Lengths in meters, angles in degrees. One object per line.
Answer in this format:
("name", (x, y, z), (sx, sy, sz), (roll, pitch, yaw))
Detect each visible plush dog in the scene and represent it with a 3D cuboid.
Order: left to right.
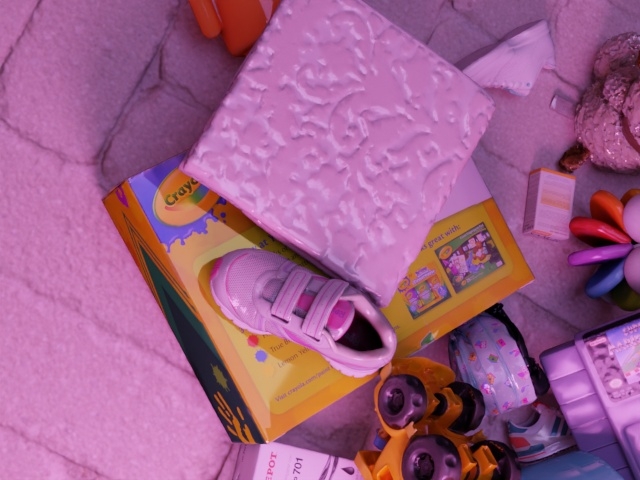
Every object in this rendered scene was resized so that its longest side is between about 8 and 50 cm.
("plush dog", (0.481, -0.179, 1.794), (0.211, 0.225, 0.262), (-29, 92, -23))

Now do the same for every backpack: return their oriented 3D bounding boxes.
("backpack", (0.237, 0.174, 1.661), (0.115, 0.182, 0.152), (-29, 97, 2))

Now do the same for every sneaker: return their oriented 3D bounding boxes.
("sneaker", (-0.009, 0.079, 1.449), (0.252, 0.111, 0.102), (25, 74, -16))
("sneaker", (0.274, -0.249, 1.813), (0.212, 0.080, 0.094), (-30, 104, -24))
("sneaker", (0.343, 0.259, 1.750), (0.161, 0.057, 0.075), (-22, 88, -7))

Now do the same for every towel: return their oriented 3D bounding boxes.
("towel", (0.029, -0.131, 1.530), (0.317, 0.053, 0.331), (34, 70, -12))

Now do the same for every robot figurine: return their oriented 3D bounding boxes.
("robot figurine", (-0.096, -0.336, 1.652), (0.158, 0.128, 0.219), (-25, 91, 5))

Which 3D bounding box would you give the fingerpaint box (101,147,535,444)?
("fingerpaint box", (0.000, 0.000, 1.615), (0.445, 0.163, 0.371), (-30, 93, -23))

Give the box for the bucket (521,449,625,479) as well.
("bucket", (0.311, 0.422, 1.610), (0.183, 0.281, 0.281), (-19, 88, -20))

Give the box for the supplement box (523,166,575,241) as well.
("supplement box", (0.342, -0.053, 1.822), (0.062, 0.036, 0.098), (14, 76, -19))

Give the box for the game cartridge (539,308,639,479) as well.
("game cartridge", (0.498, 0.189, 1.638), (0.355, 0.068, 0.230), (-24, 96, 19))

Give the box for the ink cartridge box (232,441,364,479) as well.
("ink cartridge box", (-0.017, 0.347, 1.596), (0.191, 0.082, 0.139), (17, 76, -19))

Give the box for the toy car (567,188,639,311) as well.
("toy car", (0.428, 0.012, 1.781), (0.136, 0.159, 0.181), (3, 81, -13))

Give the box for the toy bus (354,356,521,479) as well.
("toy bus", (0.118, 0.286, 1.530), (0.149, 0.211, 0.220), (12, 41, -42))
